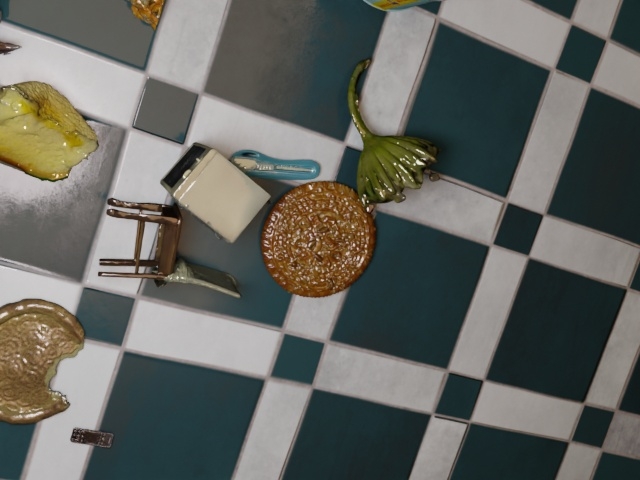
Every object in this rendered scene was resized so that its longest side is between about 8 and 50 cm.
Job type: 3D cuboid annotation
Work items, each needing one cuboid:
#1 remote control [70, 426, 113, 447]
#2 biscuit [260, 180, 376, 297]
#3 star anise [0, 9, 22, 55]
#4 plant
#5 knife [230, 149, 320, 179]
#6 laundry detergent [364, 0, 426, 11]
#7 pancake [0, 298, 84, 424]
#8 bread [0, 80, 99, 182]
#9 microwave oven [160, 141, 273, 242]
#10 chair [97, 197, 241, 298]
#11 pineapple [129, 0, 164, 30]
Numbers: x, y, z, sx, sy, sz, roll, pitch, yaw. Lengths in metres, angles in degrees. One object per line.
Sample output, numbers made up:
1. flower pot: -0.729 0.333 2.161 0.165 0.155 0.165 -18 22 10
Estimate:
1. remote control: -0.544 0.468 1.712 0.096 0.014 0.039 15 96 -20
2. biscuit: 0.000 0.000 1.787 0.306 0.038 0.305 -4 102 -18
3. star anise: -0.710 -0.389 1.453 0.181 0.061 0.204 26 87 -9
4. plant: 0.124 -0.231 1.761 0.251 0.180 0.333 -40 83 -19
5. knife: -0.105 -0.177 1.719 0.222 0.031 0.064 4 96 -20
6. laundry detergent: 0.221 -0.666 1.583 0.288 0.305 0.287 -4 103 -18
7. pancake: -0.660 0.279 1.625 0.288 0.033 0.286 -36 109 -9
8. bread: -0.601 -0.246 1.482 0.174 0.132 0.252 -35 144 20
9. microwave oven: -0.233 -0.104 1.578 0.194 0.240 0.145 43 85 -21
10. chair: -0.326 0.018 1.619 0.319 0.160 0.186 7 100 -18
11. pineapple: -0.380 -0.587 1.490 0.164 0.140 0.249 17 98 -20
